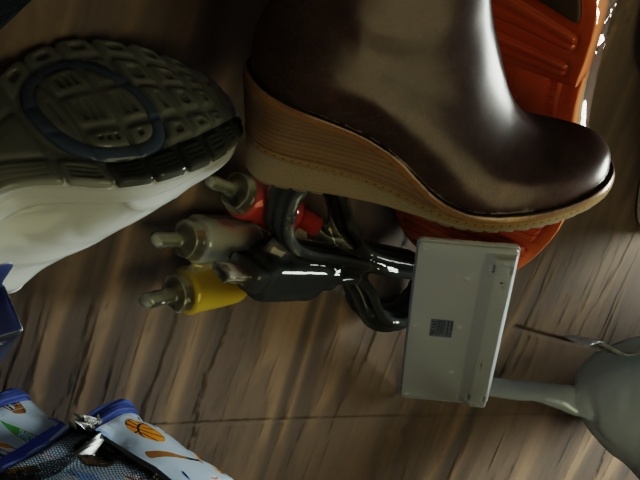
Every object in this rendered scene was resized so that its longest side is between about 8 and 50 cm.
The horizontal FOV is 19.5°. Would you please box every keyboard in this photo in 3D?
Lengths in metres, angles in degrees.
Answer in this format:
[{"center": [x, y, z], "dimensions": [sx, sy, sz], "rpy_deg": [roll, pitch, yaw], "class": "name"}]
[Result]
[{"center": [0.101, 0.065, 1.394], "dimensions": [0.072, 0.014, 0.256], "rpy_deg": [10, 150, 5], "class": "keyboard"}]

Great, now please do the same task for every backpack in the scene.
[{"center": [-0.178, 0.223, 1.199], "dimensions": [0.276, 0.213, 0.263], "rpy_deg": [-53, 164, 20], "class": "backpack"}]

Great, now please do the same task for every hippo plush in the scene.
[{"center": [0.339, 0.181, 1.552], "dimensions": [0.294, 0.237, 0.234], "rpy_deg": [0, 156, -44], "class": "hippo plush"}]

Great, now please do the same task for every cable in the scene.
[{"center": [0.000, 0.000, 1.308], "dimensions": [0.287, 0.072, 0.139], "rpy_deg": [3, 125, -55], "class": "cable"}]

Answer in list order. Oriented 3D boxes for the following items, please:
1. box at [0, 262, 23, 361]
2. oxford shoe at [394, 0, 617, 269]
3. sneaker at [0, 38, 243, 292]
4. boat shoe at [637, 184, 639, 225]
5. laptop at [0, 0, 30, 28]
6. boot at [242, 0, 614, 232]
[{"center": [-0.254, 0.082, 1.073], "dimensions": [0.136, 0.036, 0.225], "rpy_deg": [-19, 167, -27], "class": "box"}, {"center": [0.139, -0.109, 1.261], "dimensions": [0.133, 0.130, 0.364], "rpy_deg": [-58, 170, -36], "class": "oxford shoe"}, {"center": [-0.184, -0.025, 1.094], "dimensions": [0.297, 0.111, 0.129], "rpy_deg": [-20, 153, -23], "class": "sneaker"}, {"center": [0.314, -0.100, 1.442], "dimensions": [0.116, 0.097, 0.324], "rpy_deg": [-26, 138, -21], "class": "boat shoe"}, {"center": [-0.278, -0.163, 0.868], "dimensions": [0.264, 0.136, 0.234], "rpy_deg": [-8, 138, 18], "class": "laptop"}, {"center": [0.083, -0.112, 1.091], "dimensions": [0.248, 0.090, 0.207], "rpy_deg": [4, 126, -16], "class": "boot"}]
